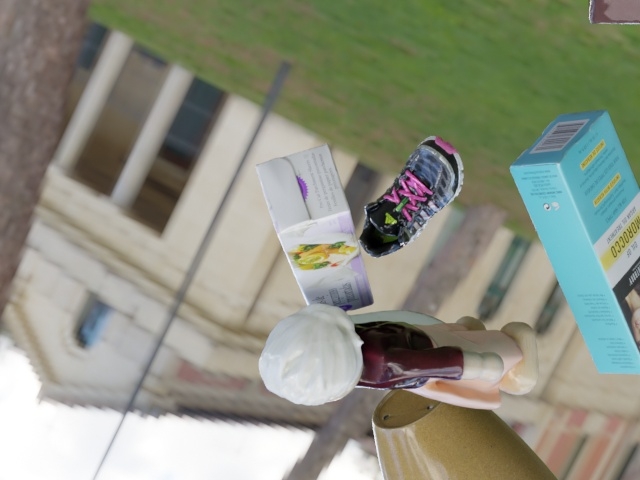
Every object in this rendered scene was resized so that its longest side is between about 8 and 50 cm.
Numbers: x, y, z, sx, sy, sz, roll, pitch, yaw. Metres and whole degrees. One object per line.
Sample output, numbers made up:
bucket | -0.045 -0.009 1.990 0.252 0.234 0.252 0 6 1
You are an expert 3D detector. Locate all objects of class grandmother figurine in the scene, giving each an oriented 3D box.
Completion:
grandmother figurine | 0.076 0.112 1.610 0.208 0.104 0.342 -7 174 40

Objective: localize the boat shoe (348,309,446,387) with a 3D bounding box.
boat shoe | 0.060 0.131 1.972 0.227 0.079 0.081 2 148 18

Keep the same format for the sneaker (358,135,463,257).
sneaker | 0.089 -0.037 1.759 0.063 0.170 0.075 44 -131 9

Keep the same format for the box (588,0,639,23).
box | 0.347 -0.337 1.666 0.168 0.203 0.167 2 -141 5

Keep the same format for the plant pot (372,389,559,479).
plant pot | 0.178 0.309 2.266 0.254 0.237 0.237 58 174 -22

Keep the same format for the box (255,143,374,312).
box | 0.000 0.000 1.500 0.324 0.063 0.067 71 -178 -75

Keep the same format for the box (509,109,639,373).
box | 0.273 0.004 1.654 0.060 0.100 0.244 -3 122 45
